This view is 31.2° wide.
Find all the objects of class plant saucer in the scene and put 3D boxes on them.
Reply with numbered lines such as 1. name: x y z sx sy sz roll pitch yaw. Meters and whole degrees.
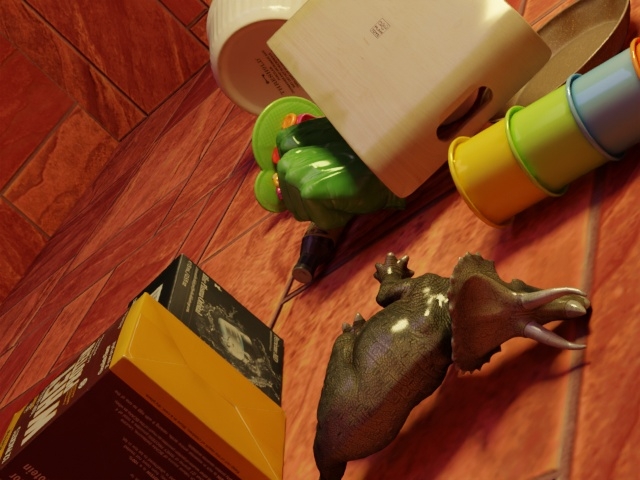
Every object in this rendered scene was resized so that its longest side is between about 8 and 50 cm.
1. plant saucer: 0.253 -0.186 1.207 0.198 0.036 0.198 -42 17 16

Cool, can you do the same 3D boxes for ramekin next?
1. ramekin: -0.061 -0.319 1.917 0.273 0.273 0.127 -35 32 33

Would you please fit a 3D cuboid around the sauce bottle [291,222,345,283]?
1. sauce bottle: 0.000 0.000 1.383 0.042 0.042 0.128 -32 23 40

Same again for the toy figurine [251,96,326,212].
1. toy figurine: -0.012 -0.115 1.595 0.159 0.130 0.173 13 82 61

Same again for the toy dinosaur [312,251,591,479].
1. toy dinosaur: 0.052 0.099 0.893 0.313 0.121 0.160 -39 4 10

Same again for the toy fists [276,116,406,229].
1. toy fists: 0.019 -0.087 1.371 0.142 0.096 0.279 -4 21 -1

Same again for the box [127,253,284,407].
1. box: -0.125 0.120 1.200 0.093 0.158 0.156 -42 17 16

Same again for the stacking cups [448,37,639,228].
1. stacking cups: 0.258 -0.121 0.964 0.316 0.096 0.096 -32 22 32

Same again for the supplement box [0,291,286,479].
1. supplement box: -0.169 0.195 1.075 0.194 0.191 0.129 -42 17 16

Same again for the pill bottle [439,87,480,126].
1. pill bottle: 0.154 -0.258 1.451 0.130 0.130 0.245 -34 20 35

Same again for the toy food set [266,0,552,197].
1. toy food set: 0.090 -0.214 1.279 0.220 0.092 0.306 -44 50 9
